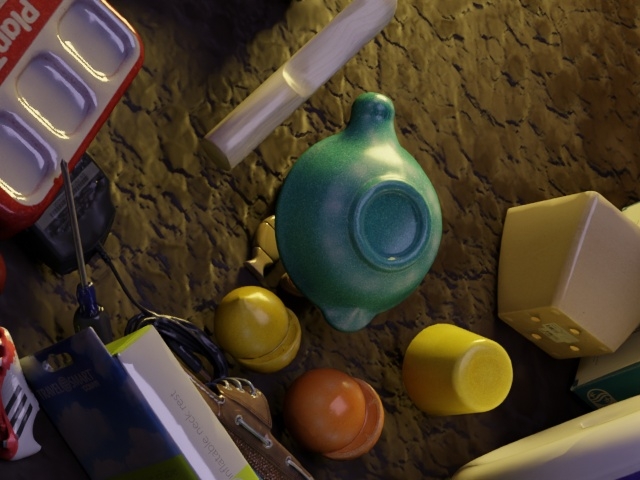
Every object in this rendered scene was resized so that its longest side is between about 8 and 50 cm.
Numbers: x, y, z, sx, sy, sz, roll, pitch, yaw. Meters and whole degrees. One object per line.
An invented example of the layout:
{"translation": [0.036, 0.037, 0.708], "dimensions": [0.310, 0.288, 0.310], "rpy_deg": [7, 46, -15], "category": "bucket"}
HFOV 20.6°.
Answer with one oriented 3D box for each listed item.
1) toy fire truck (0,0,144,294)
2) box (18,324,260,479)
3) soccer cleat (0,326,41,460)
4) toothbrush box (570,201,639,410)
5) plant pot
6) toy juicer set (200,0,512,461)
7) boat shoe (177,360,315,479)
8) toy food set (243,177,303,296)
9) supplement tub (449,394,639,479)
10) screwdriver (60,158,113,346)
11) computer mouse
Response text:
{"translation": [-0.252, -0.091, 1.019], "dimensions": [0.254, 0.169, 0.302], "rpy_deg": [42, 51, -20], "category": "toy fire truck"}
{"translation": [-0.107, 0.129, 1.095], "dimensions": [0.042, 0.109, 0.178], "rpy_deg": [-39, 100, -40], "category": "box"}
{"translation": [-0.192, 0.095, 1.093], "dimensions": [0.035, 0.029, 0.083], "rpy_deg": [5, 72, -50], "category": "soccer cleat"}
{"translation": [0.376, 0.116, 1.516], "dimensions": [0.295, 0.126, 0.216], "rpy_deg": [43, 48, -21], "category": "toothbrush box"}
{"translation": [0.205, 0.036, 1.421], "dimensions": [0.109, 0.109, 0.096], "rpy_deg": [36, 65, -25], "category": "plant pot"}
{"translation": [0.000, 0.000, 1.249], "dimensions": [0.209, 0.089, 0.329], "rpy_deg": [-23, 101, -26], "category": "toy juicer set"}
{"translation": [-0.069, 0.126, 1.162], "dimensions": [0.183, 0.066, 0.066], "rpy_deg": [54, 51, -24], "category": "boat shoe"}
{"translation": [-0.005, -0.007, 1.305], "dimensions": [0.078, 0.019, 0.122], "rpy_deg": [40, 51, -22], "category": "toy food set"}
{"translation": [0.253, 0.284, 1.255], "dimensions": [0.241, 0.241, 0.331], "rpy_deg": [-16, 83, -44], "category": "supplement tub"}
{"translation": [-0.150, 0.016, 1.100], "dimensions": [0.024, 0.170, 0.025], "rpy_deg": [-9, 34, -7], "category": "screwdriver"}
{"translation": [-0.145, 0.017, 1.166], "dimensions": [0.071, 0.041, 0.242], "rpy_deg": [-48, 112, -33], "category": "computer mouse"}
